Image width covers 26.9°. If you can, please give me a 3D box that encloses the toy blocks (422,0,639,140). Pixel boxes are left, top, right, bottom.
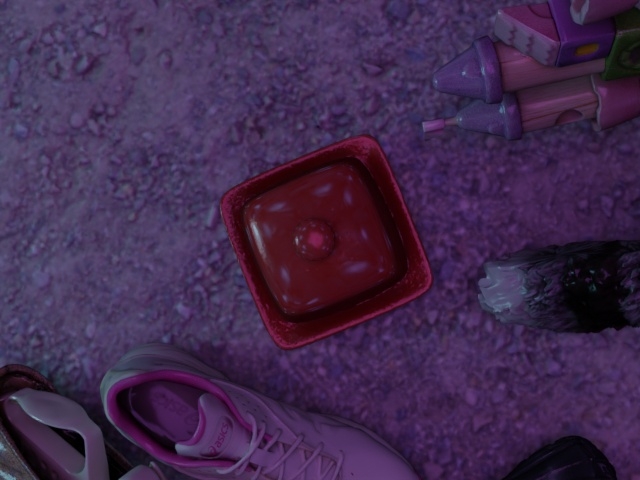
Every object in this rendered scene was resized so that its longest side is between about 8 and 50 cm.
[{"bbox_3d":[0.212,-0.140,1.024,0.260,0.288,0.309,-11,71,-1],"label":"toy blocks"}]

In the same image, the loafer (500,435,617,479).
[{"bbox_3d":[0.157,0.254,1.148,0.223,0.078,0.076,-34,127,3],"label":"loafer"}]

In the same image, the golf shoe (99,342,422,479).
[{"bbox_3d":[-0.055,0.185,1.148,0.306,0.140,0.115,21,88,4],"label":"golf shoe"}]

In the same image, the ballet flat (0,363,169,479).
[{"bbox_3d":[-0.188,0.214,1.132,0.316,0.107,0.106,34,126,22],"label":"ballet flat"}]

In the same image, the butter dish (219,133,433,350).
[{"bbox_3d":[0.000,0.000,1.157,0.160,0.118,0.160,-22,86,5],"label":"butter dish"}]

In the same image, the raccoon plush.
[{"bbox_3d":[0.383,0.125,1.127,0.446,0.216,0.299,-5,103,34],"label":"raccoon plush"}]
